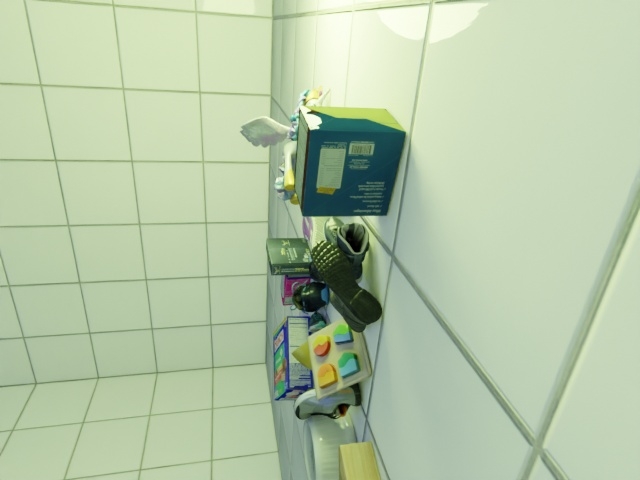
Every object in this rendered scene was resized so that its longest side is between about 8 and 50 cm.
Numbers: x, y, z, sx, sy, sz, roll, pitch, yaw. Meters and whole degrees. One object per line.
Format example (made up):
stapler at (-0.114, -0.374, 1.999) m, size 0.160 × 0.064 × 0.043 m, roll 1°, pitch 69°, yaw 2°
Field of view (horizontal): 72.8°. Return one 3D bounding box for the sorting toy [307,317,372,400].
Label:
sorting toy at (0.042, 0.319, 1.213) m, size 0.208 × 0.038 × 0.193 m, roll -37°, pitch 45°, yaw 28°

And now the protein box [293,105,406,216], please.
protein box at (0.053, -0.171, 0.949) m, size 0.136 × 0.200 × 0.201 m, roll -107°, pitch 20°, yaw -51°

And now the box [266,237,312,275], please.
box at (-0.133, 0.064, 1.864) m, size 0.232 × 0.183 × 0.059 m, roll -113°, pitch 24°, yaw -60°

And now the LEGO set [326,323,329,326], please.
LEGO set at (0.036, 0.327, 1.523) m, size 0.054 × 0.023 × 0.083 m, roll -108°, pitch 7°, yaw -57°

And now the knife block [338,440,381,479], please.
knife block at (0.117, 0.664, 1.035) m, size 0.242 × 0.088 × 0.275 m, roll 179°, pitch 90°, yaw -77°

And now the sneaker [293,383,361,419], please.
sneaker at (0.015, 0.479, 1.274) m, size 0.271 × 0.100 × 0.108 m, roll -43°, pitch 54°, yaw 35°

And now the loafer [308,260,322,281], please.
loafer at (0.000, 0.107, 1.535) m, size 0.223 × 0.076 × 0.078 m, roll 135°, pitch 127°, yaw -79°

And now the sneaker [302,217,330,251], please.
sneaker at (0.001, 0.000, 1.419) m, size 0.161 × 0.102 × 0.282 m, roll 115°, pitch 151°, yaw -58°

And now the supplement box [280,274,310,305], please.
supplement box at (-0.117, 0.189, 1.972) m, size 0.220 × 0.114 × 0.111 m, roll 104°, pitch 159°, yaw -47°

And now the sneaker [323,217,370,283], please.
sneaker at (0.065, -0.017, 1.152) m, size 0.163 × 0.086 × 0.226 m, roll 90°, pitch 163°, yaw -50°

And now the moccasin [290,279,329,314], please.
moccasin at (-0.056, 0.209, 1.686) m, size 0.342 × 0.117 × 0.137 m, roll 125°, pitch 142°, yaw -70°

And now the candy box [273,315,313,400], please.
candy box at (-0.127, 0.526, 1.936) m, size 0.268 × 0.122 × 0.317 m, roll 122°, pitch 150°, yaw -55°

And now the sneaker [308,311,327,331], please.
sneaker at (-0.015, 0.306, 1.651) m, size 0.166 × 0.065 × 0.076 m, roll 131°, pitch 139°, yaw -70°

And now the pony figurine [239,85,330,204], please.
pony figurine at (-0.082, -0.320, 1.507) m, size 0.351 × 0.303 × 0.363 m, roll -25°, pitch 59°, yaw 41°

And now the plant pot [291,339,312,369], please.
plant pot at (-0.025, 0.419, 1.601) m, size 0.095 × 0.134 × 0.134 m, roll 54°, pitch 156°, yaw 16°

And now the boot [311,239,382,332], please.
boot at (0.045, 0.128, 1.107) m, size 0.246 × 0.083 × 0.161 m, roll 53°, pitch 157°, yaw 8°

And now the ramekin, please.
ramekin at (0.025, 0.663, 1.356) m, size 0.273 × 0.127 × 0.272 m, roll 178°, pitch 90°, yaw -77°
